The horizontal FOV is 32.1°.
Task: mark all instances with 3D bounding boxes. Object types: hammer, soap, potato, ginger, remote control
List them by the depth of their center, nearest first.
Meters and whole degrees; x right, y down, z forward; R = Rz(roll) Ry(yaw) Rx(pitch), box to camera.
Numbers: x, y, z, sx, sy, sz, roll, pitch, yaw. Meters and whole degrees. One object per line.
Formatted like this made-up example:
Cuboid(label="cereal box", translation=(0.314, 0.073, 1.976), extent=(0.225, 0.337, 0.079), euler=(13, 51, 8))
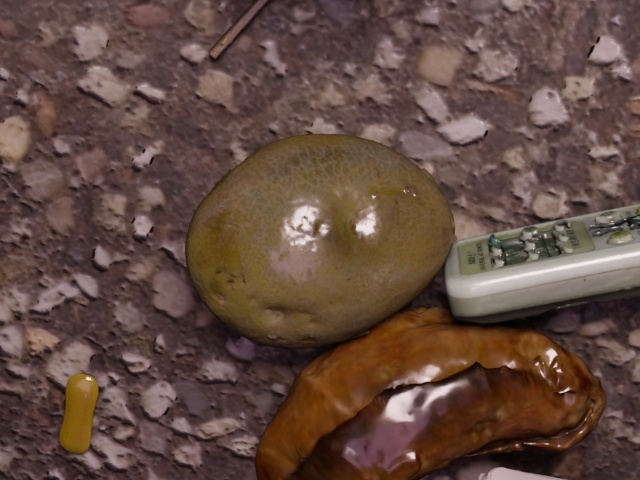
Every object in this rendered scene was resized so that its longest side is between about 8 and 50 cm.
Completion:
Cuboid(label="hammer", translation=(-0.001, -0.264, 0.953), extent=(0.058, 0.029, 0.292), euler=(43, 108, -7))
Cuboid(label="remote control", translation=(0.275, 0.011, 0.957), extent=(0.335, 0.128, 0.066), euler=(-11, 108, 9))
Cuboid(label="potato", translation=(0.000, 0.000, 0.969), extent=(0.235, 0.160, 0.178), euler=(-3, 125, -2))
Cuboid(label="ginger", translation=(0.086, 0.148, 0.997), extent=(0.321, 0.165, 0.172), euler=(-21, 97, 7))
Cuboid(label="soap", translation=(-0.243, 0.174, 1.115), extent=(0.034, 0.012, 0.089), euler=(12, 108, 2))

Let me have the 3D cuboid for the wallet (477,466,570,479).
Cuboid(label="wallet", translation=(0.223, 0.267, 1.037), extent=(0.190, 0.095, 0.033), euler=(17, 145, -21))
